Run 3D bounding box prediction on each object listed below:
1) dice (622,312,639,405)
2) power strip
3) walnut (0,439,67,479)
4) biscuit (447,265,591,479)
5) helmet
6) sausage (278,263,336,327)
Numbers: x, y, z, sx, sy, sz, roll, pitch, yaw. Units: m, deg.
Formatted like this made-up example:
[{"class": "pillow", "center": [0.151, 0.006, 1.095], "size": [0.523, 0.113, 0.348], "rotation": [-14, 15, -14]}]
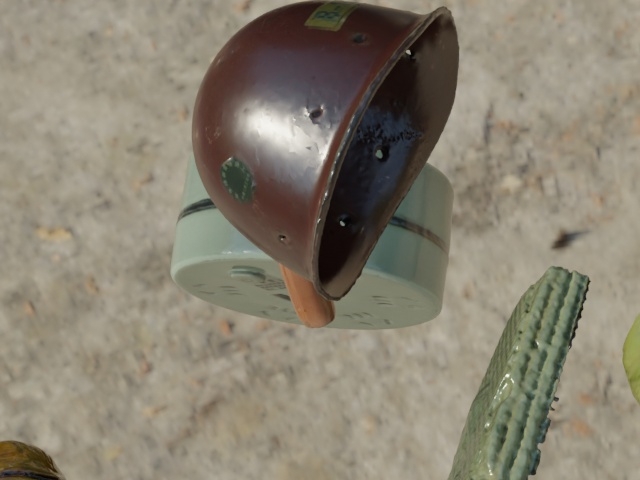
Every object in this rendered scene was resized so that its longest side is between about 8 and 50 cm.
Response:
[{"class": "dice", "center": [0.373, 0.110, 1.379], "size": [0.169, 0.166, 0.169], "rotation": [-41, 17, 20]}, {"class": "power strip", "center": [0.000, 0.000, 1.979], "size": [0.357, 0.357, 0.161], "rotation": [1, 73, 19]}, {"class": "walnut", "center": [-0.322, 0.274, 1.595], "size": [0.180, 0.144, 0.144], "rotation": [-41, 37, 22]}, {"class": "biscuit", "center": [0.116, 0.148, 1.098], "size": [0.052, 0.150, 0.252], "rotation": [22, 61, 2]}, {"class": "helmet", "center": [-0.003, -0.064, 0.823], "size": [0.106, 0.155, 0.175], "rotation": [26, 37, 17]}, {"class": "sausage", "center": [-0.013, 0.033, 1.331], "size": [0.034, 0.083, 0.034], "rotation": [-18, 20, 7]}]
